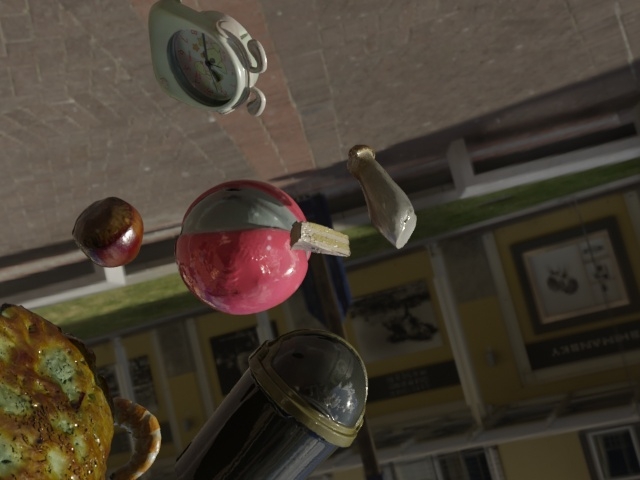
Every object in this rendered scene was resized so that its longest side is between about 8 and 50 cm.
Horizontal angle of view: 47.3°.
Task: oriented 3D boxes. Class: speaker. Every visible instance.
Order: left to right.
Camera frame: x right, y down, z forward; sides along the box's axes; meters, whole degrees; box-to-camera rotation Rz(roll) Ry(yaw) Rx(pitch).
[{"bbox_3d":[-0.166,0.018,1.557,0.294,0.294,0.294,-14,172,-2],"label":"speaker"}]

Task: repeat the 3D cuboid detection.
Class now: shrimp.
[{"bbox_3d":[-0.408,0.412,1.486,0.161,0.166,0.049,27,170,10],"label":"shrimp"}]

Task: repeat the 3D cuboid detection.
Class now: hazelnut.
[{"bbox_3d":[-0.582,-0.011,2.048,0.208,0.208,0.208,-14,172,-2],"label":"hazelnut"}]

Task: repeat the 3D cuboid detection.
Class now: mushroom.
[{"bbox_3d":[0.121,-0.093,1.504,0.093,0.225,0.116,-40,173,21],"label":"mushroom"}]

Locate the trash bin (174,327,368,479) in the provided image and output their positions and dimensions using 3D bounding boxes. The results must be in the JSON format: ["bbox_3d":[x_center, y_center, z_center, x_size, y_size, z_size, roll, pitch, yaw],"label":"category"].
[{"bbox_3d":[-0.065,0.290,1.177,0.334,0.214,0.214,-47,170,2],"label":"trash bin"}]

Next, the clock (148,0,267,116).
[{"bbox_3d":[-0.154,-0.257,1.043,0.062,0.191,0.151,-50,156,-40],"label":"clock"}]

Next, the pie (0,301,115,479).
[{"bbox_3d":[-0.391,0.239,0.975,0.103,0.288,0.354,-30,-163,13],"label":"pie"}]

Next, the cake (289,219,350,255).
[{"bbox_3d":[0.000,0.000,1.423,0.121,0.052,0.065,16,154,-25],"label":"cake"}]
